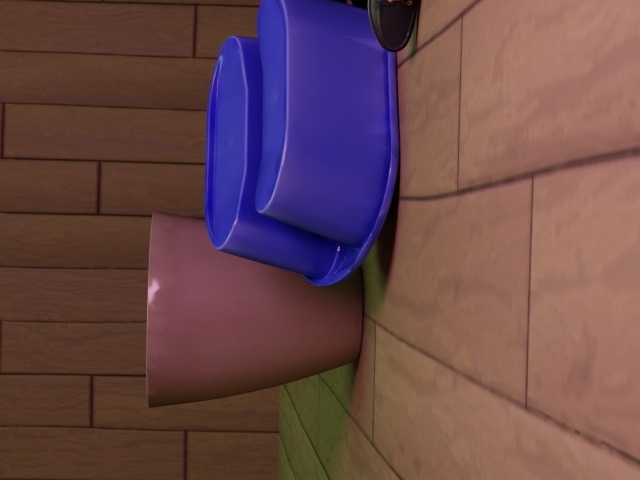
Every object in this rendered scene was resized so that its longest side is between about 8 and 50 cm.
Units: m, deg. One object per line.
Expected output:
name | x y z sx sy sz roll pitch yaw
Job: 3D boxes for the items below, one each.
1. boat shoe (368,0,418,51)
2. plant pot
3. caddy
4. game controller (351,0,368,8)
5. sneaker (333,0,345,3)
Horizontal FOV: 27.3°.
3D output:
boat shoe | 0.073 -0.247 1.276 0.042 0.049 0.133 -100 13 -72
plant pot | -0.086 0.094 1.733 0.256 0.274 0.256 -178 90 -84
caddy | -0.007 -0.119 1.494 0.241 0.179 0.341 -36 49 54
game controller | 0.057 -0.403 1.417 0.166 0.067 0.319 98 171 -53
sneaker | -0.001 -0.290 1.975 0.139 0.125 0.341 32 125 59
